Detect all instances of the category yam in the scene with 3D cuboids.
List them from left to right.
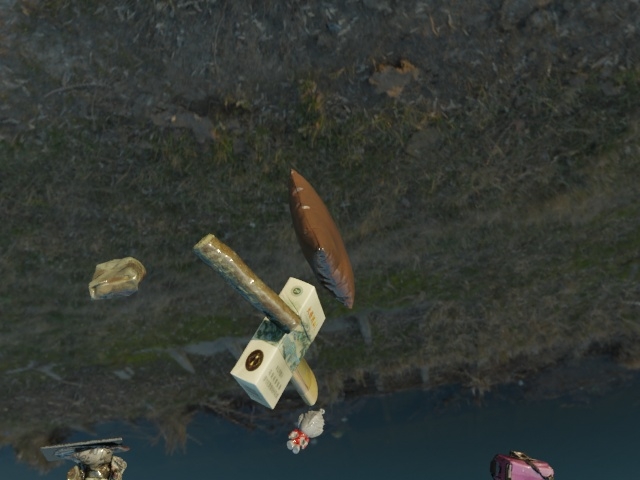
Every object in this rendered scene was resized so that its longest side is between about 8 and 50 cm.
[{"bbox_3d":[-0.147,0.093,1.195,0.061,0.061,0.274,-38,107,24],"label":"yam"}]

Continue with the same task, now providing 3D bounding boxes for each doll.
[{"bbox_3d":[-0.047,0.639,1.977,0.094,0.180,0.079,33,143,18],"label":"doll"}]

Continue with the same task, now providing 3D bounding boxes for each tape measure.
[{"bbox_3d":[0.433,0.496,1.249,0.118,0.074,0.125,10,169,-10],"label":"tape measure"}]

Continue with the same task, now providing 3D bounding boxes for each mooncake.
[{"bbox_3d":[-0.513,0.103,1.482,0.130,0.125,0.073,-15,116,-1],"label":"mooncake"}]

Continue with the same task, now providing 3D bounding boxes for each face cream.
[{"bbox_3d":[-0.082,0.410,1.903,0.067,0.139,0.285,-20,130,7],"label":"face cream"}]

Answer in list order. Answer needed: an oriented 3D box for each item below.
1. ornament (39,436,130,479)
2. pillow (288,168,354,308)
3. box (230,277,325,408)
[{"bbox_3d":[-0.467,0.511,1.171,0.167,0.195,0.153,-2,155,-19],"label":"ornament"},{"bbox_3d":[0.000,0.000,1.614,0.109,0.307,0.305,-23,143,5],"label":"pillow"},{"bbox_3d":[-0.088,0.234,1.328,0.069,0.256,0.164,21,153,23],"label":"box"}]
